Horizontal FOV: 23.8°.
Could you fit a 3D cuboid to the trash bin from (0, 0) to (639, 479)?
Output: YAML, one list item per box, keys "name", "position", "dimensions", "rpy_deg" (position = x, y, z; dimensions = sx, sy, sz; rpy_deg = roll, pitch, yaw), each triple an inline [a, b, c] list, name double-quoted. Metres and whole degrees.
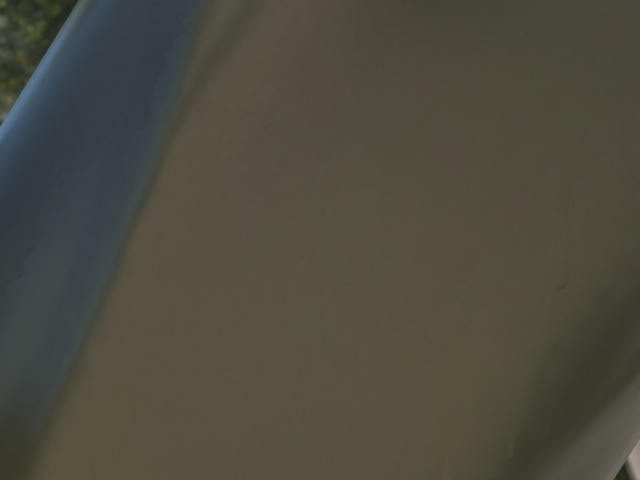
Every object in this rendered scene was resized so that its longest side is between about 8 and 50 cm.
- name: "trash bin"
  position: [0.000, 0.000, 0.415]
  dimensions: [0.219, 0.250, 0.219]
  rpy_deg: [34, 169, -11]
